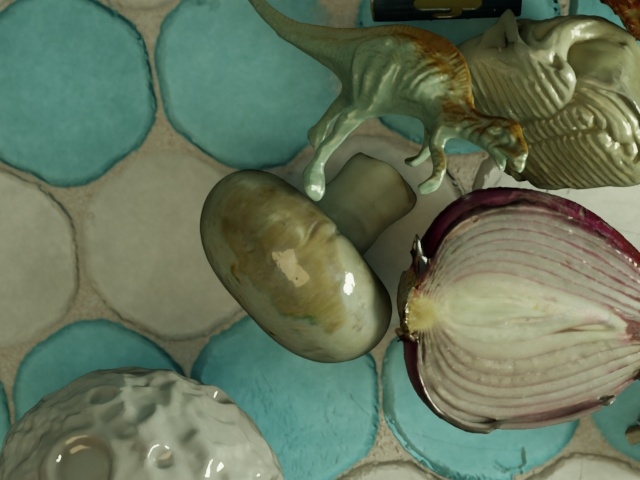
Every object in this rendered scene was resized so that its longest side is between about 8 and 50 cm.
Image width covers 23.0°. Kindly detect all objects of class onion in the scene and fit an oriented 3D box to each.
[{"bbox_3d":[0.249,0.065,1.674,0.349,0.159,0.267,7,114,-5],"label":"onion"}]

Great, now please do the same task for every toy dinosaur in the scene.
[{"bbox_3d":[0.037,-0.157,1.598,0.205,0.092,0.393,-47,62,21],"label":"toy dinosaur"}]

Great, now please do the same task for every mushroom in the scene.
[{"bbox_3d":[0.000,0.000,1.683,0.244,0.243,0.243,3,104,11],"label":"mushroom"}]

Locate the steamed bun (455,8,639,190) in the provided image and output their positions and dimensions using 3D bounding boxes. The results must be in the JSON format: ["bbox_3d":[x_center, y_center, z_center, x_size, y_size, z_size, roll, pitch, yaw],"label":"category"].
[{"bbox_3d":[0.248,-0.160,1.615,0.211,0.144,0.218,48,148,-21],"label":"steamed bun"}]

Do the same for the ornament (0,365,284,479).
[{"bbox_3d":[-0.189,0.304,1.723,0.337,0.337,0.337,3,104,11],"label":"ornament"}]

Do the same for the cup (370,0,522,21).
[{"bbox_3d":[0.132,-0.299,1.606,0.155,0.131,0.176,4,149,5],"label":"cup"}]

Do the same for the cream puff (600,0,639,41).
[{"bbox_3d":[0.334,-0.281,1.531,0.164,0.240,0.240,-34,95,25],"label":"cream puff"}]

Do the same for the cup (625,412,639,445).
[{"bbox_3d":[0.393,0.220,1.716,0.102,0.074,0.099,-40,93,18],"label":"cup"}]
